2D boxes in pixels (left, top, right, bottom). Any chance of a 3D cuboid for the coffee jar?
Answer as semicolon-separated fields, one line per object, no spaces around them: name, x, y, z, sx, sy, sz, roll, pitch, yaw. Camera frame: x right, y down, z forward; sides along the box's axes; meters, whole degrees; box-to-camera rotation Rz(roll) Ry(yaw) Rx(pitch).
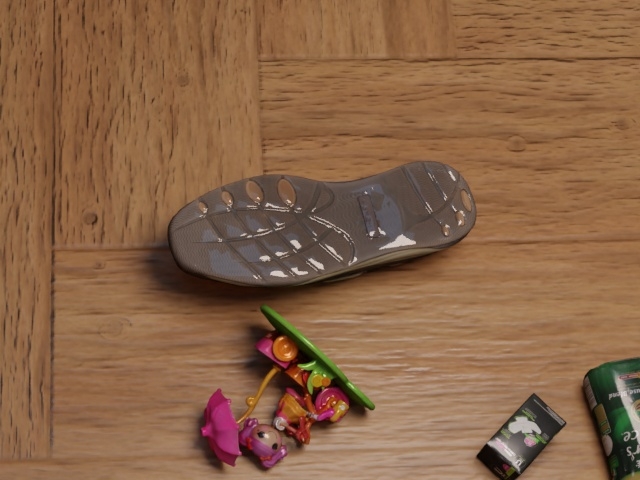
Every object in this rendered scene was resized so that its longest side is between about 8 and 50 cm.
coffee jar;0.361;0.227;1.798;0.096;0.079;0.184;-8;69;-8

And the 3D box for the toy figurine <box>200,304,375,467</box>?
toy figurine;-0.052;0.187;1.778;0.173;0.130;0.159;43;83;-13

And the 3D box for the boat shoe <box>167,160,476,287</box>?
boat shoe;0.000;0.000;1.834;0.355;0.130;0.132;-5;71;-14

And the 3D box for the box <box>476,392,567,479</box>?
box;0.224;0.223;1.796;0.052;0.062;0.083;43;69;11
